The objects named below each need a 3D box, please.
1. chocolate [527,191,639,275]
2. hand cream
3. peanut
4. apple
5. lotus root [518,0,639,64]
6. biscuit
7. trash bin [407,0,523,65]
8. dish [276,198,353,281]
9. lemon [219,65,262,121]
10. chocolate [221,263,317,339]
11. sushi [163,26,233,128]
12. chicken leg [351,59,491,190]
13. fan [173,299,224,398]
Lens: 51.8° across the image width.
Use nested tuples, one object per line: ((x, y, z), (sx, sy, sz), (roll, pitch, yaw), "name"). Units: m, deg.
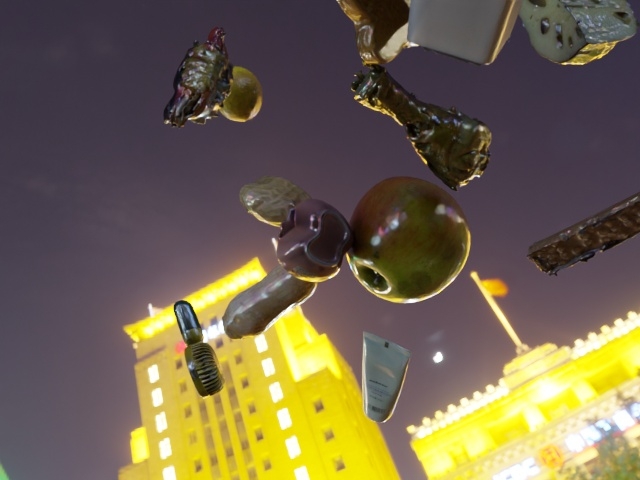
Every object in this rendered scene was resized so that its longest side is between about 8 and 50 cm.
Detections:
((0.581, -0.030, 1.345), (0.102, 0.065, 0.329), (29, -47, -33), "chocolate")
((0.138, 0.317, 1.488), (0.067, 0.109, 0.320), (-54, -23, -34), "hand cream")
((-0.111, -0.107, 1.788), (0.197, 0.233, 0.110), (21, -63, 10), "peanut")
((0.225, 0.003, 1.764), (0.340, 0.339, 0.339), (-13, -44, -12), "apple")
((0.645, -0.564, 1.658), (0.260, 0.266, 0.149), (-13, -19, -32), "lotus root")
((0.119, -0.485, 1.299), (0.344, 0.057, 0.287), (4, -91, -51), "biscuit")
((0.278, -0.514, 1.157), (0.256, 0.296, 0.367), (21, -45, 14), "trash bin")
((0.000, 0.000, 1.619), (0.213, 0.213, 0.090), (2, -4, -31), "dish")
((-0.180, -0.318, 1.424), (0.109, 0.133, 0.109), (-26, -29, -16), "lemon")
((-0.141, 0.162, 1.830), (0.309, 0.134, 0.134), (-38, -43, 1), "chocolate")
((-0.222, -0.310, 1.282), (0.103, 0.097, 0.225), (34, -109, -54), "sushi")
((0.231, -0.260, 1.483), (0.429, 0.201, 0.152), (28, -105, -31), "chicken leg")
((-0.186, 0.160, 0.998), (0.039, 0.155, 0.082), (-22, -16, -5), "fan")
